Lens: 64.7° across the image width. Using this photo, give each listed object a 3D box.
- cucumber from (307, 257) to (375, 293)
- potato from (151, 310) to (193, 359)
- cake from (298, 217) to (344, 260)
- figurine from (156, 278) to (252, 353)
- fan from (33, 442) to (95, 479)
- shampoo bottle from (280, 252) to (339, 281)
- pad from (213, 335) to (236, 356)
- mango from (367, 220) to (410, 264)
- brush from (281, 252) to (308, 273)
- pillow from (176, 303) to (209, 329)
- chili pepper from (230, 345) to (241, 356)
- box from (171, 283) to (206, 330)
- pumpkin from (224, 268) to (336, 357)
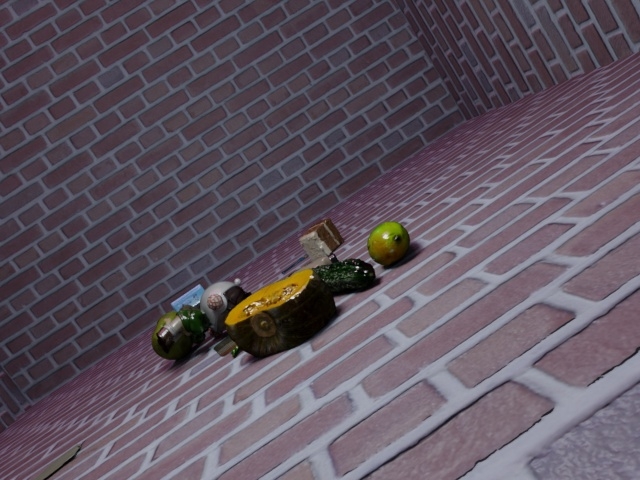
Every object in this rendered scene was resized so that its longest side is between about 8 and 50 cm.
[{"bbox_3d":[0.043,0.104,1.439,0.096,0.096,0.359,-37,7,-31],"label":"cucumber"},{"bbox_3d":[-0.566,0.366,1.943,0.149,0.186,0.253,-2,-29,-8],"label":"potato"},{"bbox_3d":[0.000,0.000,2.188,0.135,0.135,0.147,-23,17,51],"label":"cake"},{"bbox_3d":[-0.411,0.271,1.824,0.370,0.167,0.281,-32,-24,-28],"label":"figurine"},{"bbox_3d":[-0.769,0.665,1.539,0.310,0.010,0.182,-32,7,28],"label":"fan"},{"bbox_3d":[-0.050,0.127,1.745,0.257,0.078,0.127,-31,3,-3],"label":"shampoo bottle"},{"bbox_3d":[-0.355,0.349,1.680,0.324,0.055,0.250,-17,1,-21],"label":"pad"},{"bbox_3d":[0.187,0.005,1.417,0.126,0.111,0.233,-29,6,0],"label":"mango"},{"bbox_3d":[-0.123,0.112,2.431,0.164,0.014,0.051,-37,7,-21],"label":"brush"},{"bbox_3d":[-0.472,0.292,1.946,0.051,0.093,0.241,-41,-35,12],"label":"pillow"},{"bbox_3d":[-0.234,0.313,1.509,0.091,0.030,0.034,-39,34,-24],"label":"chili pepper"},{"bbox_3d":[-0.521,0.302,2.154,0.143,0.083,0.232,-35,-31,-15],"label":"box"},{"bbox_3d":[-0.096,0.183,1.336,0.317,0.139,0.222,-29,11,37],"label":"pumpkin"}]
